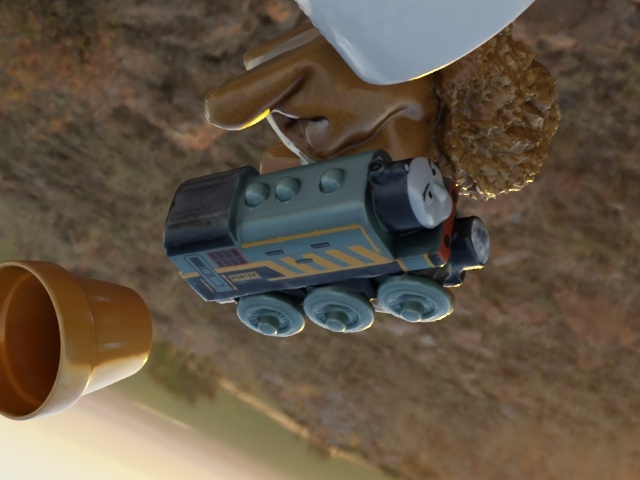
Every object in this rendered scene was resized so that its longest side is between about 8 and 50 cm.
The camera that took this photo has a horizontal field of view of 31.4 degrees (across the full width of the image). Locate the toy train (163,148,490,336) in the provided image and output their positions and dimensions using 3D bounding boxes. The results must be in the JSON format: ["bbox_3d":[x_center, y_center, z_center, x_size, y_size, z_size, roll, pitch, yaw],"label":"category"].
[{"bbox_3d":[0.000,0.000,1.168,0.333,0.142,0.190,-9,141,31],"label":"toy train"}]

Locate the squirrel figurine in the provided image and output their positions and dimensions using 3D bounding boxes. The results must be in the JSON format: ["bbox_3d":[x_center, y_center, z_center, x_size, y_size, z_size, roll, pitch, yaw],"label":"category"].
[{"bbox_3d":[0.109,-0.099,1.368,0.281,0.396,0.371,-88,-26,-72],"label":"squirrel figurine"}]

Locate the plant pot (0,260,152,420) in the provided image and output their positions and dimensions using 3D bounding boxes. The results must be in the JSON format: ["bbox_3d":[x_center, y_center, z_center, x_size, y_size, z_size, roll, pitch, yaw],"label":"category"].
[{"bbox_3d":[-0.335,0.127,1.527,0.205,0.205,0.188,14,-170,38],"label":"plant pot"}]

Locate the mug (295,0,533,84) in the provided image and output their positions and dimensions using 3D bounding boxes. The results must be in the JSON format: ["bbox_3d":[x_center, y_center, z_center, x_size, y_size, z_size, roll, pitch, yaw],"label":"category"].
[{"bbox_3d":[0.059,-0.391,1.090,0.276,0.374,0.328,-19,125,40],"label":"mug"}]
